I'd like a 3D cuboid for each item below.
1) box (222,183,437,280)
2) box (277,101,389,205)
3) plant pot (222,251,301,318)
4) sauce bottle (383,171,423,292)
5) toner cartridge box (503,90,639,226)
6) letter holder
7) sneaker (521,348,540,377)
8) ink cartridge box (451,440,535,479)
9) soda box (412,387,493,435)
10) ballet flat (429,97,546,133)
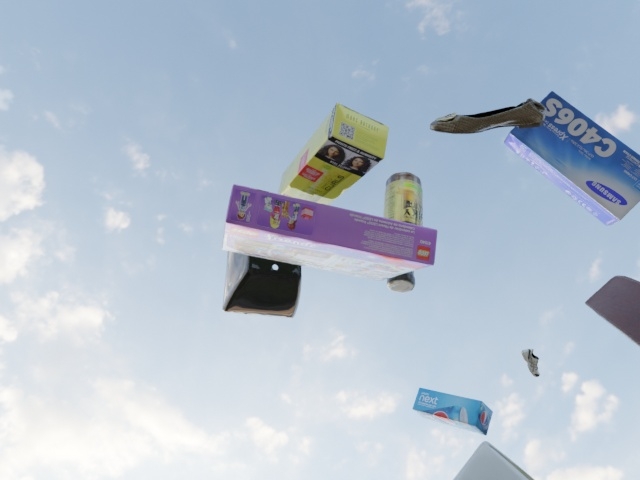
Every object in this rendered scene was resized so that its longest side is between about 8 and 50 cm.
[{"bbox_3d":[0.000,0.000,0.671,0.292,0.201,0.057,12,-104,-12],"label":"box"},{"bbox_3d":[0.008,-0.114,0.679,0.087,0.232,0.058,20,-113,-19],"label":"box"},{"bbox_3d":[-0.130,0.068,1.081,0.187,0.188,0.167,9,-35,-17],"label":"plant pot"},{"bbox_3d":[0.222,-0.026,1.175,0.111,0.345,0.111,5,-32,3],"label":"sauce bottle"},{"bbox_3d":[0.677,-0.217,1.138,0.165,0.075,0.348,-45,-106,0],"label":"toner cartridge box"},{"bbox_3d":[0.865,0.181,1.089,0.152,0.302,0.214,38,-75,-3],"label":"letter holder"},{"bbox_3d":[0.609,0.349,1.243,0.036,0.031,0.083,-29,-96,32],"label":"sneaker"},{"bbox_3d":[0.138,0.382,0.473,0.121,0.211,0.289,36,-32,30],"label":"ink cartridge box"},{"bbox_3d":[0.371,0.482,1.237,0.067,0.071,0.210,44,-30,-27],"label":"soda box"},{"bbox_3d":[0.358,-0.266,0.933,0.249,0.084,0.058,-5,-62,1],"label":"ballet flat"}]
